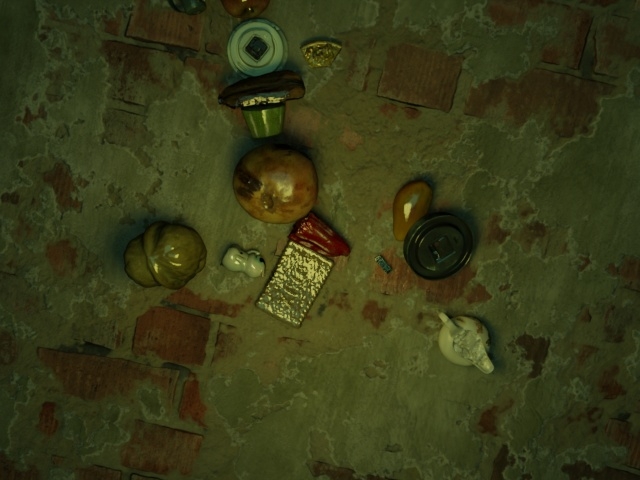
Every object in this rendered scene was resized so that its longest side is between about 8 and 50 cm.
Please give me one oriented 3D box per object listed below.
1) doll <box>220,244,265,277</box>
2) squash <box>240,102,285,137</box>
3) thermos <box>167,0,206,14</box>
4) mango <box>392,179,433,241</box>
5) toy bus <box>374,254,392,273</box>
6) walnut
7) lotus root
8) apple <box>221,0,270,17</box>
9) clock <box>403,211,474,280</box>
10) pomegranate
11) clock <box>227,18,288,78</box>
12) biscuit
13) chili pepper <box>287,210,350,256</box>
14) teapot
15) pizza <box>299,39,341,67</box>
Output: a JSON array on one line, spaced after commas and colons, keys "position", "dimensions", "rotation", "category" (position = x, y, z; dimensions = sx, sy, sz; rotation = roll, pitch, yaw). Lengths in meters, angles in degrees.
[{"position": [-0.298, 0.084, 1.949], "dimensions": [0.181, 0.110, 0.106], "rotation": [18, 99, -3], "category": "doll"}, {"position": [-0.207, -0.459, 1.855], "dimensions": [0.170, 0.170, 0.122], "rotation": [-8, 112, 3], "category": "squash"}, {"position": [-0.516, -0.972, 1.805], "dimensions": [0.182, 0.145, 0.286], "rotation": [-12, 100, 35], "category": "thermos"}, {"position": [0.343, -0.116, 1.906], "dimensions": [0.139, 0.113, 0.253], "rotation": [18, 105, -8], "category": "mango"}, {"position": [0.251, 0.095, 1.971], "dimensions": [0.031, 0.037, 0.083], "rotation": [-40, 94, 7], "category": "toy bus"}, {"position": [-0.585, 0.057, 1.874], "dimensions": [0.282, 0.277, 0.253], "rotation": [9, 92, 11], "category": "walnut"}, {"position": [-0.221, -0.571, 1.826], "dimensions": [0.330, 0.167, 0.078], "rotation": [-12, 134, -6], "category": "lotus root"}, {"position": [-0.277, -0.907, 1.778], "dimensions": [0.188, 0.188, 0.173], "rotation": [-17, 89, 4], "category": "apple"}, {"position": [0.454, 0.022, 1.901], "dimensions": [0.281, 0.055, 0.280], "rotation": [-5, 114, -12], "category": "clock"}, {"position": [-0.164, -0.208, 1.822], "dimensions": [0.322, 0.322, 0.321], "rotation": [0, 97, 1], "category": "pomegranate"}, {"position": [-0.240, -0.723, 1.870], "dimensions": [0.237, 0.053, 0.236], "rotation": [0, 98, 3], "category": "clock"}, {"position": [-0.105, 0.176, 1.987], "dimensions": [0.217, 0.044, 0.324], "rotation": [27, 97, -1], "category": "biscuit"}, {"position": [0.000, 0.000, 1.921], "dimensions": [0.253, 0.136, 0.144], "rotation": [37, 98, -20], "category": "chili pepper"}, {"position": [0.565, 0.394, 1.953], "dimensions": [0.298, 0.139, 0.204], "rotation": [43, 99, -5], "category": "teapot"}, {"position": [0.002, -0.710, 1.872], "dimensions": [0.160, 0.036, 0.098], "rotation": [-2, 98, 2], "category": "pizza"}]
